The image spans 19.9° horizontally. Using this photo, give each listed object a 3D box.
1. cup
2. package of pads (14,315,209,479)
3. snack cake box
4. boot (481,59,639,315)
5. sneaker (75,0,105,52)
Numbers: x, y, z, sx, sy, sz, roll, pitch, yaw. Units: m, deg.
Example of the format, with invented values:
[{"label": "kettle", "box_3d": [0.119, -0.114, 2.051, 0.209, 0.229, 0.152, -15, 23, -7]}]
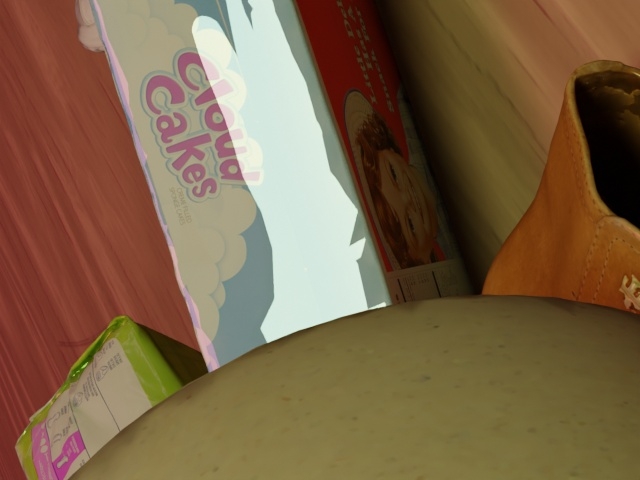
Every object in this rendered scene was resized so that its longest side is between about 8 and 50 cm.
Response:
[{"label": "cup", "box_3d": [0.070, 0.200, 0.437, 0.237, 0.331, 0.331, -141, 37, -72]}, {"label": "package of pads", "box_3d": [-0.006, 0.183, 0.860, 0.229, 0.101, 0.296, 29, -161, -42]}, {"label": "snack cake box", "box_3d": [0.000, 0.000, 0.808, 0.152, 0.089, 0.264, -7, -102, -71]}, {"label": "boot", "box_3d": [0.132, 0.099, 0.621, 0.211, 0.104, 0.295, 98, 152, -51]}, {"label": "sneaker", "box_3d": [-0.076, -0.167, 1.000, 0.232, 0.090, 0.115, -7, 93, 61]}]
